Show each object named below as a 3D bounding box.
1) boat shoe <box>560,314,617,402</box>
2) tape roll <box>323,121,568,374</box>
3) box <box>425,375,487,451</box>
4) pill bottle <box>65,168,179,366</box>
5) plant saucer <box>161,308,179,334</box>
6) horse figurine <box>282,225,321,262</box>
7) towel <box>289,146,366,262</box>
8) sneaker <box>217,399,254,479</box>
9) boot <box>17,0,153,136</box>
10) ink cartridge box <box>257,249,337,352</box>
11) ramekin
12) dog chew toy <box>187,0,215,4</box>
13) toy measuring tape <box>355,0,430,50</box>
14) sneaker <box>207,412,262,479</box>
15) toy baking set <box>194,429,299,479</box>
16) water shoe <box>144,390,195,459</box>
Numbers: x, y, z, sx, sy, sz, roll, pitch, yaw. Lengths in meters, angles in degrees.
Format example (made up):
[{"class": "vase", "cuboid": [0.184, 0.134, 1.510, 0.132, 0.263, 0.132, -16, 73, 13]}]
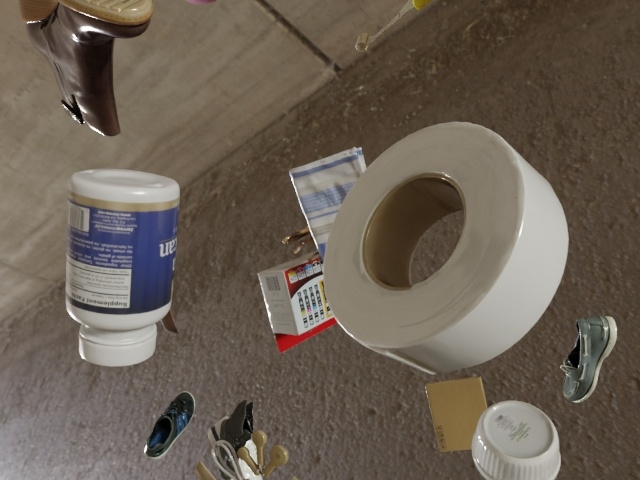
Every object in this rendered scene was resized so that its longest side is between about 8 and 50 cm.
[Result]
[{"class": "boat shoe", "cuboid": [0.729, 0.335, 1.531, 0.116, 0.099, 0.319, -83, -3, -53]}, {"class": "tape roll", "cuboid": [0.134, 0.007, 0.647, 0.286, 0.100, 0.286, -28, 47, 36]}, {"class": "box", "cuboid": [0.407, 0.507, 1.577, 0.164, 0.021, 0.201, -14, 84, 20]}, {"class": "pill bottle", "cuboid": [-0.183, 0.025, 0.501, 0.094, 0.094, 0.169, 31, 117, 55]}, {"class": "plant saucer", "cuboid": [-0.361, 0.139, 1.232, 0.029, 0.168, 0.168, -19, 32, -17]}, {"class": "horse figurine", "cuboid": [0.000, 0.000, 1.659, 0.174, 0.066, 0.263, -32, 33, -30]}, {"class": "towel", "cuboid": [0.051, -0.089, 1.449, 0.209, 0.285, 0.034, -14, 15, 19]}, {"class": "sneaker", "cuboid": [-0.199, 0.478, 1.302, 0.089, 0.051, 0.170, -24, 51, 25]}, {"class": "boot", "cuboid": [-0.270, -0.222, 0.664, 0.248, 0.207, 0.090, 29, 51, 30]}, {"class": "ink cartridge box", "cuboid": [-0.019, 0.187, 1.747, 0.130, 0.309, 0.271, -6, 101, 45]}, {"class": "ramekin", "cuboid": [0.473, 0.487, 1.309, 0.207, 0.109, 0.207, -7, 35, 5]}, {"class": "dog chew toy", "cuboid": [-0.163, -0.553, 0.975, 0.332, 0.207, 0.206, -23, 48, 36]}, {"class": "toy measuring tape", "cuboid": [0.153, -0.469, 0.954, 0.330, 0.121, 0.121, -27, 46, 44]}, {"class": "sneaker", "cuboid": [-0.190, 0.552, 1.362, 0.095, 0.235, 0.090, -32, -8, -12]}, {"class": "toy baking set", "cuboid": [-0.121, 0.454, 0.997, 0.256, 0.030, 0.196, -27, 78, 30]}, {"class": "water shoe", "cuboid": [-0.387, 0.474, 1.421, 0.203, 0.073, 0.080, -65, -5, -47]}]
